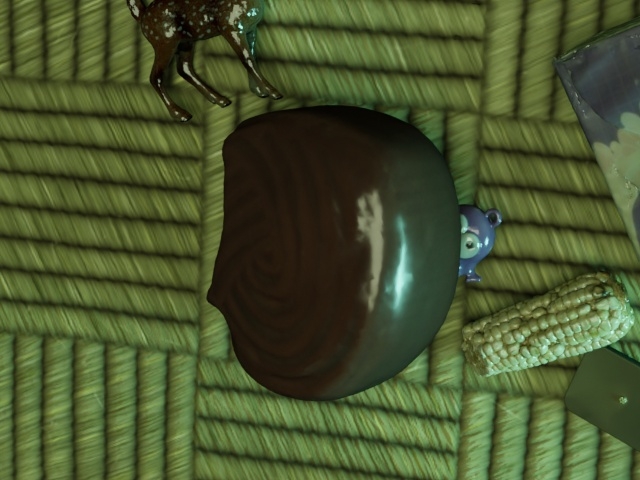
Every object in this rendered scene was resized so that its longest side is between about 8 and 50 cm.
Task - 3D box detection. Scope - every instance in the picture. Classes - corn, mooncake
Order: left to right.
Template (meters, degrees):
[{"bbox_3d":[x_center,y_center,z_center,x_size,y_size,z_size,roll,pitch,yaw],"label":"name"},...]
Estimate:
[{"bbox_3d":[0.000,0.000,1.656,0.334,0.174,0.326,52,125,16],"label":"mooncake"},{"bbox_3d":[0.252,0.100,1.684,0.211,0.087,0.087,-21,97,18],"label":"corn"}]

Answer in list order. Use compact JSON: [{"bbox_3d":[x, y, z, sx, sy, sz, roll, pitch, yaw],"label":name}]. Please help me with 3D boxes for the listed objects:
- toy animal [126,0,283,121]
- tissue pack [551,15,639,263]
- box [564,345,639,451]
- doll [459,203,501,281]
[{"bbox_3d":[-0.115,-0.279,1.692,0.244,0.087,0.259,-13,102,16],"label":"toy animal"},{"bbox_3d":[0.424,-0.087,1.548,0.242,0.125,0.343,-20,98,36],"label":"tissue pack"},{"bbox_3d":[0.350,0.180,1.689,0.126,0.031,0.091,29,109,24],"label":"box"},{"bbox_3d":[0.127,0.018,1.711,0.206,0.067,0.110,-34,84,30],"label":"doll"}]
